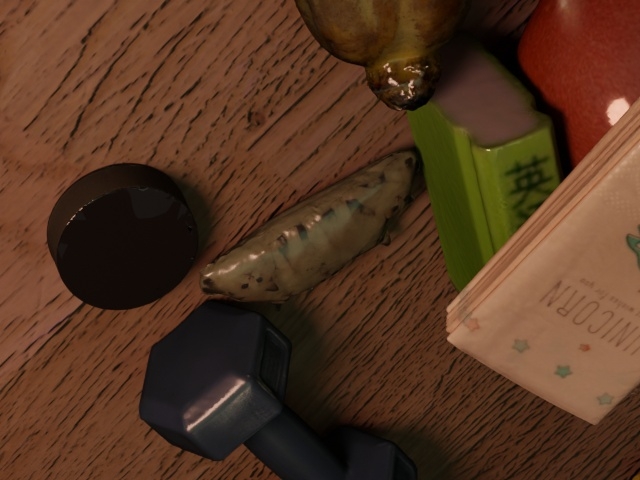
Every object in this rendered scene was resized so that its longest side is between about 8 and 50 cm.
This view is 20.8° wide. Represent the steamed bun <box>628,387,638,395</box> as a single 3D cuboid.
[{"bbox_3d":[0.299,0.081,1.808,0.145,0.106,0.175,12,118,-28],"label":"steamed bun"}]

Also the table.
[{"bbox_3d":[-0.180,-0.002,1.594,0.133,0.043,0.133,-10,125,-15],"label":"table"}]

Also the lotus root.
[{"bbox_3d":[0.043,-0.251,1.458,0.173,0.173,0.309,-19,126,-10],"label":"lotus root"}]

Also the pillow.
[{"bbox_3d":[-0.001,0.001,1.666,0.241,0.051,0.093,-31,123,-2],"label":"pillow"}]

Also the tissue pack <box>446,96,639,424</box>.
[{"bbox_3d":[0.263,0.008,1.462,0.170,0.071,0.325,27,127,-16],"label":"tissue pack"}]

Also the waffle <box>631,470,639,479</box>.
[{"bbox_3d":[0.479,0.334,2.079,0.312,0.060,0.307,-14,128,-14],"label":"waffle"}]

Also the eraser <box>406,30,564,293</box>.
[{"bbox_3d":[0.165,-0.031,1.618,0.092,0.210,0.274,-22,125,-8],"label":"eraser"}]

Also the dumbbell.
[{"bbox_3d":[-0.037,0.198,1.723,0.316,0.156,0.143,47,67,-38],"label":"dumbbell"}]

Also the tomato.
[{"bbox_3d":[0.349,-0.131,1.577,0.341,0.273,0.341,-4,122,-6],"label":"tomato"}]
